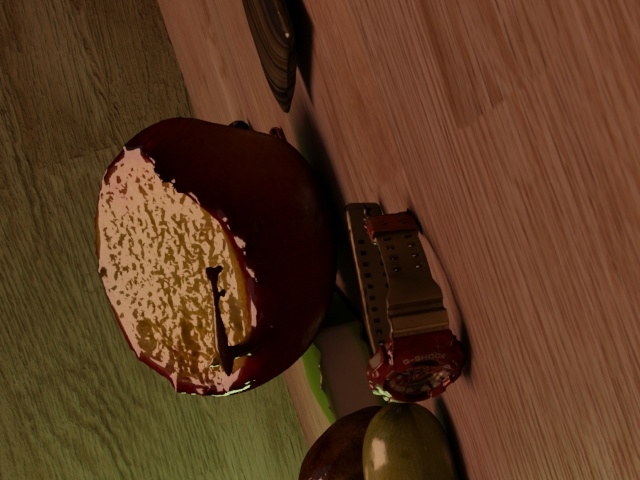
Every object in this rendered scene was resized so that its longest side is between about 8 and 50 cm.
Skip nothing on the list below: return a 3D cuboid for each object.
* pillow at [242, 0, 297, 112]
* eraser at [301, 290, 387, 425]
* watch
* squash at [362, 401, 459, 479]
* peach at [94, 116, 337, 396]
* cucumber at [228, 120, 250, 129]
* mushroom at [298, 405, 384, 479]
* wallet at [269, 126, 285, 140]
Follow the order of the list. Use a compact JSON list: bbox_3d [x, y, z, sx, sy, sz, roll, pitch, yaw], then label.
[{"bbox_3d":[-0.068,-0.298,1.644,0.212,0.052,0.208,98,155,-68],"label":"pillow"},{"bbox_3d":[0.021,0.185,2.024,0.274,0.092,0.210,-131,24,-74],"label":"eraser"},{"bbox_3d":[0.076,0.041,1.352,0.165,0.102,0.268,100,160,-60],"label":"watch"},{"bbox_3d":[0.110,0.270,1.530,0.123,0.123,0.186,-120,17,-55],"label":"squash"},{"bbox_3d":[-0.132,0.009,1.836,0.335,0.310,0.405,-5,104,44],"label":"peach"},{"bbox_3d":[-0.144,-0.176,2.443,0.187,0.058,0.058,-122,16,-60],"label":"cucumber"},{"bbox_3d":[0.048,0.319,1.767,0.231,0.194,0.138,96,156,-46],"label":"mushroom"},{"bbox_3d":[-0.060,-0.095,2.162,0.232,0.025,0.119,92,157,-69],"label":"wallet"}]
